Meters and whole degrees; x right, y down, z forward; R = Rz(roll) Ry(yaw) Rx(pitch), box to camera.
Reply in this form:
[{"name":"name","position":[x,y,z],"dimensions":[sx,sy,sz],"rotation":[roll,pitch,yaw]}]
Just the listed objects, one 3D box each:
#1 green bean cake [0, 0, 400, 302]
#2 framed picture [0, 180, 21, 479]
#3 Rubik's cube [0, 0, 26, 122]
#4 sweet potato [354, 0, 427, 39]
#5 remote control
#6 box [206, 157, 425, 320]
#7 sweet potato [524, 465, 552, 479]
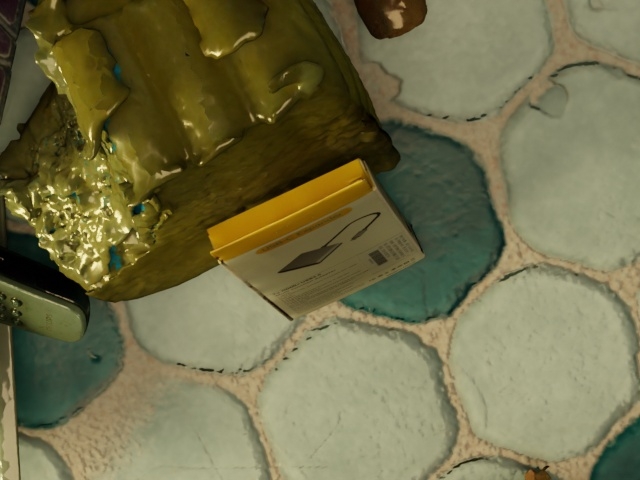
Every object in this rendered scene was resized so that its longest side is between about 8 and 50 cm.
[{"name":"green bean cake","position":[-0.120,-0.098,1.202],"dimensions":[0.285,0.310,0.202],"rotation":[-27,77,4]},{"name":"framed picture","position":[-0.363,0.104,1.351],"dimensions":[0.232,0.019,0.296],"rotation":[-3,87,0]},{"name":"Rubik's cube","position":[-0.364,-0.128,1.185],"dimensions":[0.319,0.319,0.264],"rotation":[41,71,-10]},{"name":"sweet potato","position":[0.036,-0.345,1.234],"dimensions":[0.109,0.109,0.385],"rotation":[-9,117,2]},{"name":"remote control","position":[-0.285,0.023,1.307],"dimensions":[0.222,0.042,0.072],"rotation":[21,145,5]},{"name":"box","position":[0.000,0.000,1.261],"dimensions":[0.129,0.247,0.033],"rotation":[-25,72,5]},{"name":"sweet potato","position":[0.076,0.317,1.400],"dimensions":[0.336,0.131,0.131],"rotation":[-26,104,5]}]
